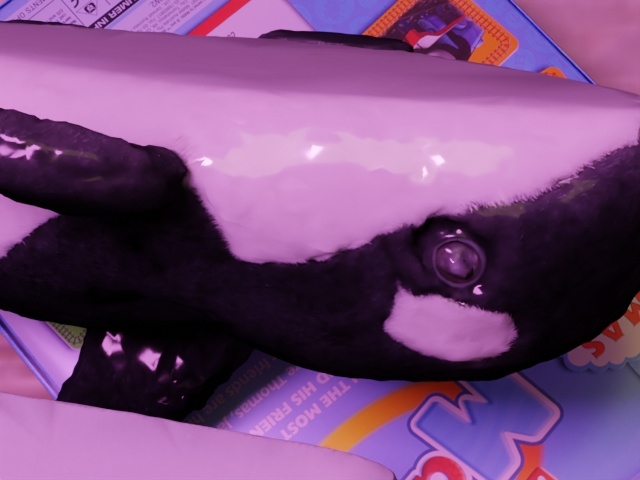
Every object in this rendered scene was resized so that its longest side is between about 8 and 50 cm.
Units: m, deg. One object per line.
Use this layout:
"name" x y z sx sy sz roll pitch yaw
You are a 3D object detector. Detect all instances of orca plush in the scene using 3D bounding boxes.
"orca plush" -0.067 0.007 0.428 0.287 0.151 0.102 4 103 6

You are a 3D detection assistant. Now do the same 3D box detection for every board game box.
"board game box" 0.000 0.000 0.494 0.160 0.039 0.211 -39 70 -7

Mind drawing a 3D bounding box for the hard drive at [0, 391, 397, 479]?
"hard drive" -0.125 0.175 0.325 0.233 0.047 0.353 9 50 3
